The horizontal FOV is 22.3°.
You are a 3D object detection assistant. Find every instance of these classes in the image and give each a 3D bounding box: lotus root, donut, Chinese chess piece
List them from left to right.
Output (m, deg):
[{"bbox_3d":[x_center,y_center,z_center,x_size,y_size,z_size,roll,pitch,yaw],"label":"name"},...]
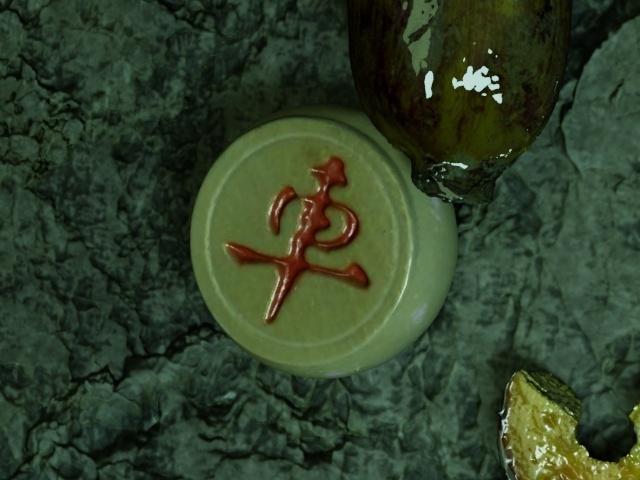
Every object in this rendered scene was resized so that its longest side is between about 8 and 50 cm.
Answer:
[{"bbox_3d":[0.000,0.000,1.472,0.251,0.097,0.250,0,89,25],"label":"Chinese chess piece"},{"bbox_3d":[0.115,-0.227,1.378,0.196,0.179,0.397,0,86,10],"label":"lotus root"},{"bbox_3d":[0.243,0.177,1.375,0.181,0.078,0.146,-4,88,17],"label":"donut"}]
